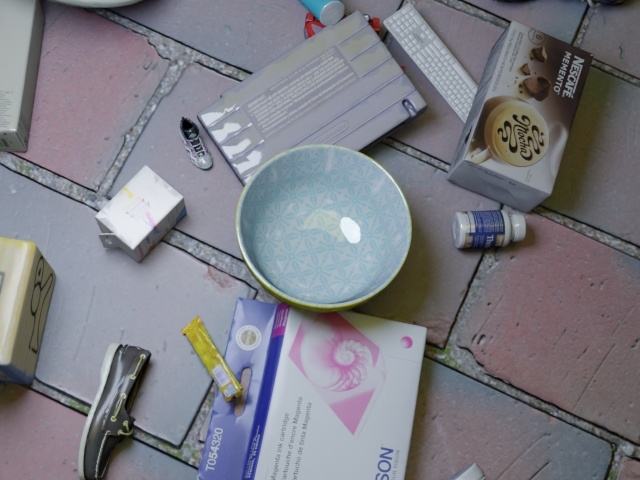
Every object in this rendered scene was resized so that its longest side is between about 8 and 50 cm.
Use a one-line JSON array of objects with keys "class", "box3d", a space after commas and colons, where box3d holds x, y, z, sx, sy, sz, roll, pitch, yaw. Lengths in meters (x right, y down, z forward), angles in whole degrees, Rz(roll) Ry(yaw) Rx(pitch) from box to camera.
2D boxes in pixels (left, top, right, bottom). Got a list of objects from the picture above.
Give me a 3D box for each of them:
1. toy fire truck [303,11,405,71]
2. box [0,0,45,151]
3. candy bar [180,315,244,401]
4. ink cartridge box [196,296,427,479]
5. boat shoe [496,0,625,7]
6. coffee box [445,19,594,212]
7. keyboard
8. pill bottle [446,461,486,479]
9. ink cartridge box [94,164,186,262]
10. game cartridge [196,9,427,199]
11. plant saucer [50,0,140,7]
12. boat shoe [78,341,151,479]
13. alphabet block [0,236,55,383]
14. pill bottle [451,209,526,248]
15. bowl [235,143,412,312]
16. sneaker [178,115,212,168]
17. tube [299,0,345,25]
[{"class": "toy fire truck", "box3d": [0.062, -0.357, 1.732, 0.192, 0.047, 0.135, 5, 72, -4]}, {"class": "box", "box3d": [-0.565, -0.301, 1.636, 0.113, 0.094, 0.275, 4, 72, -3]}, {"class": "candy bar", "box3d": [-0.179, 0.197, 1.533, 0.040, 0.018, 0.161, -37, 67, 1]}, {"class": "ink cartridge box", "box3d": [-0.010, 0.269, 1.517, 0.330, 0.071, 0.324, 11, 72, -3]}, {"class": "boat shoe", "box3d": [0.491, -0.510, 1.774, 0.341, 0.127, 0.158, -28, 69, -13]}, {"class": "coffee box", "box3d": [0.362, -0.224, 1.674, 0.168, 0.119, 0.297, 23, 72, -3]}, {"class": "keyboard", "box3d": [0.222, -0.329, 1.734, 0.072, 0.014, 0.256, -39, 90, -14]}, {"class": "pill bottle", "box3d": [0.274, 0.463, 1.450, 0.121, 0.121, 0.216, -34, 79, -14]}, {"class": "ink cartridge box", "box3d": [-0.311, -0.037, 1.575, 0.090, 0.092, 0.143, 39, 75, 7]}, {"class": "game cartridge", "box3d": [-0.017, -0.232, 1.656, 0.355, 0.068, 0.230, -33, 79, -6]}, {"class": "plant saucer", "box3d": [-0.470, -0.543, 1.675, 0.401, 0.100, 0.400, 16, 49, -20]}, {"class": "boat shoe", "box3d": [-0.329, 0.276, 1.479, 0.069, 0.081, 0.227, 10, 69, 2]}, {"class": "alphabet block", "box3d": [-0.546, 0.106, 1.459, 0.194, 0.192, 0.197, 9, 71, -4]}, {"class": "pill bottle", "box3d": [0.298, -0.020, 1.635, 0.120, 0.067, 0.067, -2, 73, -5]}, {"class": "bowl", "box3d": [0.000, 0.000, 1.552, 0.290, 0.156, 0.289, 2, 67, -5]}, {"class": "sneaker", "box3d": [-0.225, -0.176, 1.639, 0.038, 0.069, 0.098, -32, 78, -13]}, {"class": "tube", "box3d": [-0.026, -0.478, 1.735, 0.080, 0.052, 0.207, -24, 52, -17]}]
